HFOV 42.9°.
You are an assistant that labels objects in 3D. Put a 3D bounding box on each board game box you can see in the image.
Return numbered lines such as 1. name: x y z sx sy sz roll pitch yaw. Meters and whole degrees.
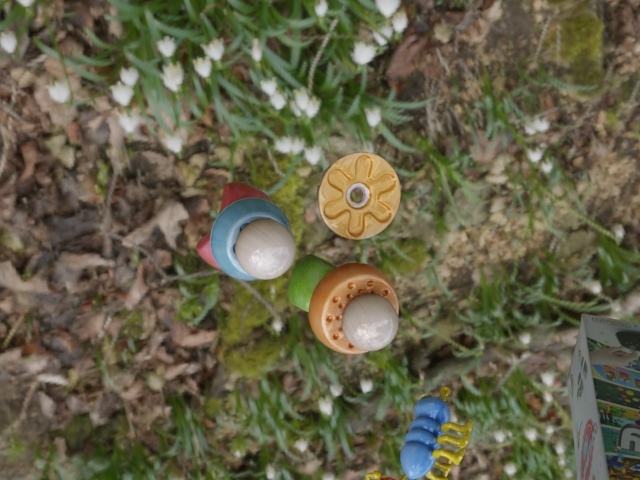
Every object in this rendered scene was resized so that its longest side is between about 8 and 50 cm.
1. board game box: 0.331 0.188 0.674 0.224 0.098 0.303 8 -154 9

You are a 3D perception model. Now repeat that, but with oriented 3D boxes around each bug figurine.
1. bug figurine: 0.071 0.284 0.832 0.072 0.216 0.279 22 138 7

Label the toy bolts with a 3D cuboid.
1. toy bolts: 0.000 0.000 0.867 0.228 0.218 0.158 19 -175 -22
